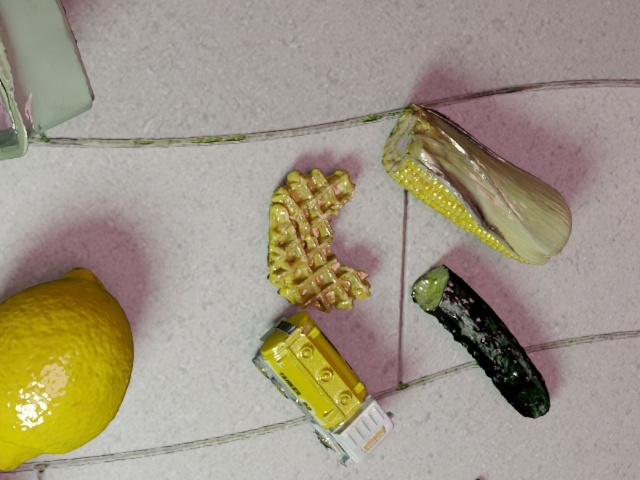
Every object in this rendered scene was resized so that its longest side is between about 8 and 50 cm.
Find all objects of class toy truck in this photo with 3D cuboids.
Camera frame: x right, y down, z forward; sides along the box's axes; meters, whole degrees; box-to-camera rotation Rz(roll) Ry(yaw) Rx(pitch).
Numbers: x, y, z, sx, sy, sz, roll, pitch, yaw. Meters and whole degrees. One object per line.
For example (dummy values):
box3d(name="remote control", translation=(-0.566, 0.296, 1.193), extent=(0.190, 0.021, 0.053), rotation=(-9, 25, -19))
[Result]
box3d(name="toy truck", translation=(0.004, 0.194, 1.261), extent=(0.098, 0.114, 0.227), rotation=(-43, 110, -14))

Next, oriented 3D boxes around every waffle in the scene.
box3d(name="waffle", translation=(-0.001, 0.000, 1.273), extent=(0.149, 0.051, 0.194), rotation=(1, 91, -24))

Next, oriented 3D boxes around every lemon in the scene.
box3d(name="lemon", translation=(-0.308, 0.144, 1.083), extent=(0.187, 0.187, 0.244), rotation=(32, 71, -23))

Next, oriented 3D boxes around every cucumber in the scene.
box3d(name="cucumber", translation=(0.252, 0.158, 1.388), extent=(0.303, 0.081, 0.072), rotation=(45, 49, -21))

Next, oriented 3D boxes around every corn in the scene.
box3d(name="corn", translation=(0.219, -0.076, 1.321), extent=(0.305, 0.122, 0.123), rotation=(30, 82, -22))

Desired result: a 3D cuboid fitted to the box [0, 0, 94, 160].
box3d(name="box", translation=(-0.372, -0.184, 0.965), extent=(0.166, 0.290, 0.221), rotation=(-26, 105, -34))

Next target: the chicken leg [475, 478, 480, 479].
box3d(name="chicken leg", translation=(0.270, 0.427, 1.448), extent=(0.145, 0.037, 0.062), rotation=(46, 55, -22))
